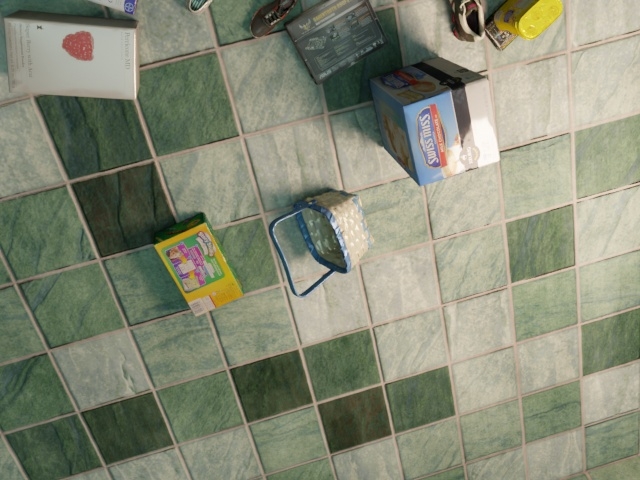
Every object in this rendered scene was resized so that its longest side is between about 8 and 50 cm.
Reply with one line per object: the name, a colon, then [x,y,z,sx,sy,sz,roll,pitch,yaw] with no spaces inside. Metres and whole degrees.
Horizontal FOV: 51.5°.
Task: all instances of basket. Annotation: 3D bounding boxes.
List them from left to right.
basket: [0.000,0.000,1.942,0.289,0.201,0.254,-34,121,-31]

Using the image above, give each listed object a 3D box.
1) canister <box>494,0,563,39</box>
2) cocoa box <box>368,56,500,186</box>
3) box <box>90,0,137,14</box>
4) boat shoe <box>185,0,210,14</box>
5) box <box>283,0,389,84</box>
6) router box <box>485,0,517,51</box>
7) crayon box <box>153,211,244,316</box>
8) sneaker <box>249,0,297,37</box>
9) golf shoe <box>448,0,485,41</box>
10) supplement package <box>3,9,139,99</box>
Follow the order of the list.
canister: [0.549,-0.605,1.769,0.126,0.170,0.073,-42,114,9]
cocoa box: [0.295,-0.330,1.787,0.228,0.347,0.231,-18,117,-3]
box: [-0.512,-0.638,1.626,0.137,0.072,0.126,13,111,-17]
boat shoe: [-0.264,-0.667,1.663,0.083,0.076,0.226,22,108,-21]
box: [0.043,-0.558,1.791,0.231,0.056,0.183,-31,116,3]
router box: [0.526,-0.613,1.878,0.122,0.038,0.092,-43,115,9]
crayon box: [-0.361,0.075,1.984,0.165,0.081,0.278,-24,117,-1]
sneaker: [-0.123,-0.593,1.734,0.158,0.065,0.061,-44,115,9]
golf shoe: [0.386,-0.666,1.781,0.105,0.120,0.273,-27,116,3]
supplement package: [-0.599,-0.457,1.633,0.293,0.175,0.177,1,113,-13]
